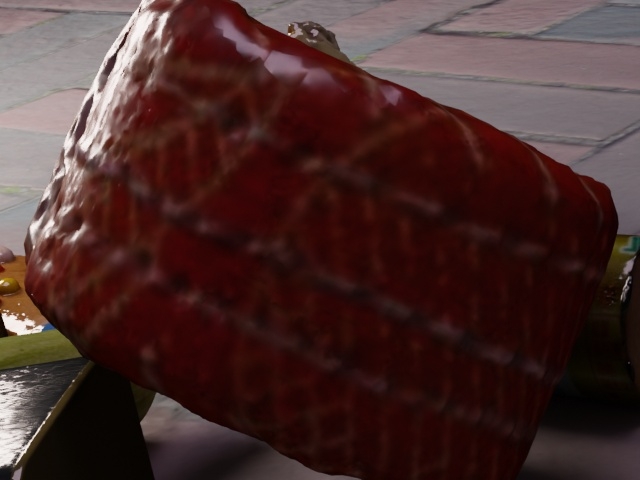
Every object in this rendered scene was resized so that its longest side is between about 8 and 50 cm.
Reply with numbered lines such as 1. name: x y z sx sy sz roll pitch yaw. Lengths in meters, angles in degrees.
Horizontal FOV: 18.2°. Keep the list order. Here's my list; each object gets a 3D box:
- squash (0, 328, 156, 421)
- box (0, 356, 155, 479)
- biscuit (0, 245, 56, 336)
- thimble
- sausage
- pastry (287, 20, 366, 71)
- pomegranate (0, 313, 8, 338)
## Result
1. squash: -0.186 0.124 1.392 0.137 0.137 0.287 6 10 38
2. box: -0.172 0.164 1.184 0.090 0.144 0.201 -8 20 15
3. biscuit: -0.299 0.056 1.716 0.324 0.049 0.205 1 22 33
4. thimble: 0.000 0.000 1.253 0.350 0.230 0.350 26 2 -1
5. sausage: 0.114 0.043 1.449 0.317 0.117 0.125 6 16 37
6. pastry: -0.064 -0.089 1.851 0.256 0.170 0.237 4 -17 22
7. pomegranate: -0.320 0.092 1.468 0.159 0.159 0.205 8 50 41
